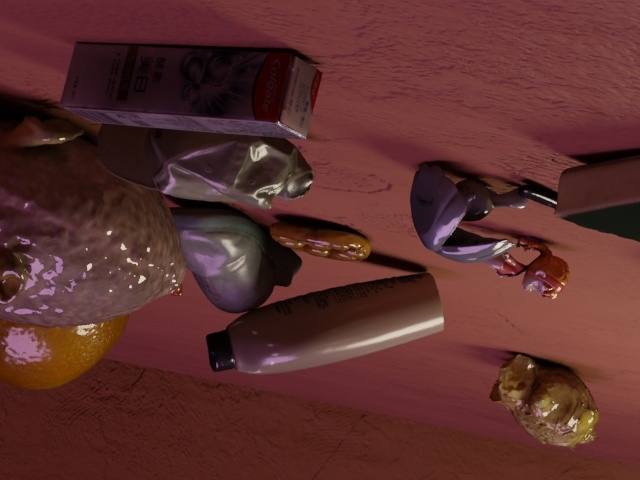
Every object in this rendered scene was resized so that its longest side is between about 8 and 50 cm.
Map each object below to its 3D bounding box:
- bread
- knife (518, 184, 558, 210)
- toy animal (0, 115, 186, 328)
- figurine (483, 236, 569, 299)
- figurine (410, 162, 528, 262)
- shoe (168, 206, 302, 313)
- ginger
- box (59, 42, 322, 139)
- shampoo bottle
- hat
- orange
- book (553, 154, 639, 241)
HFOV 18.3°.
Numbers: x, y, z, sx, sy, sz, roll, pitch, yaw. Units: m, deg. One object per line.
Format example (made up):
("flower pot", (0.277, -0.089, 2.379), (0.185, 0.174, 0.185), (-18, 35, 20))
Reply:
("bread", (0.000, 0.000, 2.058), (0.110, 0.024, 0.110), (13, 172, 2))
("knife", (0.220, -0.022, 1.678), (0.023, 0.010, 0.170), (3, 167, 45))
("toy animal", (-0.262, -0.013, 1.860), (0.358, 0.188, 0.226), (19, 174, -34))
("figurine", (0.181, 0.018, 1.860), (0.109, 0.047, 0.064), (22, 178, 4))
("figurine", (0.120, -0.023, 1.660), (0.086, 0.082, 0.094), (-1, -171, -28))
("shoe", (-0.101, 0.027, 2.132), (0.103, 0.100, 0.251), (8, 172, 27))
("ginger", (0.307, 0.217, 2.675), (0.157, 0.102, 0.216), (36, 178, 12))
("box", (-0.098, -0.111, 1.459), (0.218, 0.055, 0.039), (6, 169, 37))
("shampoo bottle", (0.001, 0.094, 2.144), (0.257, 0.078, 0.127), (-11, -164, -8))
("hat", (-0.096, -0.082, 1.631), (0.166, 0.081, 0.122), (25, -145, 25))
("orange", (-0.321, 0.059, 2.256), (0.236, 0.236, 0.236), (13, 170, 2))
("book", (0.396, 0.001, 1.492), (0.371, 0.043, 0.260), (17, 168, -30))
